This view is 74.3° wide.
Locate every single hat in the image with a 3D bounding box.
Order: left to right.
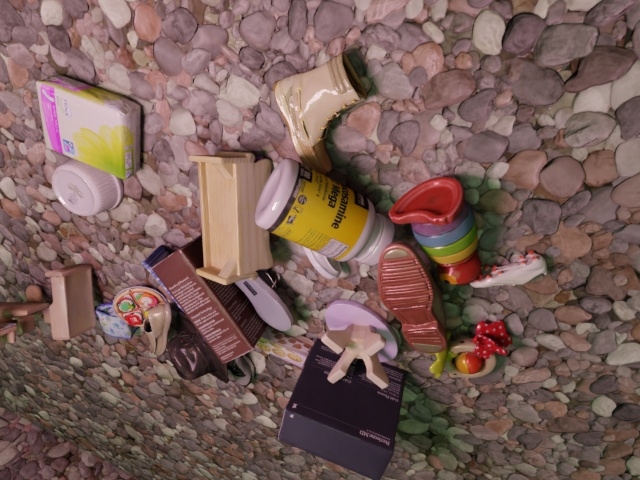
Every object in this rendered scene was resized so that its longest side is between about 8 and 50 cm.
[{"bbox_3d":[-0.488,0.433,1.578,0.331,0.134,0.331,27,133,33],"label":"hat"}]

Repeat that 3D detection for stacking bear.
[{"bbox_3d":[0.324,0.000,1.072,0.175,0.164,0.289,5,137,46],"label":"stacking bear"}]

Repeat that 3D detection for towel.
[{"bbox_3d":[-0.467,0.176,1.426,0.040,0.243,0.336,-35,105,-2],"label":"towel"}]

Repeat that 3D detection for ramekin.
[{"bbox_3d":[-0.771,-0.177,1.389,0.207,0.109,0.207,9,123,14],"label":"ramekin"}]

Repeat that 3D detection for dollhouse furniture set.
[{"bbox_3d":[-1.102,0.228,1.619,0.394,0.362,0.256,0,97,7],"label":"dollhouse furniture set"}]

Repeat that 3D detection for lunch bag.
[{"bbox_3d":[-0.836,0.324,1.722,0.151,0.096,0.128,2,121,7],"label":"lunch bag"}]

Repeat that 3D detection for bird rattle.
[{"bbox_3d":[0.449,0.337,1.278,0.254,0.143,0.207,-18,124,14],"label":"bird rattle"}]

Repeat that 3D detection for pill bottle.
[{"bbox_3d":[0.017,-0.059,1.088,0.334,0.188,0.188,24,128,-21],"label":"pill bottle"}]

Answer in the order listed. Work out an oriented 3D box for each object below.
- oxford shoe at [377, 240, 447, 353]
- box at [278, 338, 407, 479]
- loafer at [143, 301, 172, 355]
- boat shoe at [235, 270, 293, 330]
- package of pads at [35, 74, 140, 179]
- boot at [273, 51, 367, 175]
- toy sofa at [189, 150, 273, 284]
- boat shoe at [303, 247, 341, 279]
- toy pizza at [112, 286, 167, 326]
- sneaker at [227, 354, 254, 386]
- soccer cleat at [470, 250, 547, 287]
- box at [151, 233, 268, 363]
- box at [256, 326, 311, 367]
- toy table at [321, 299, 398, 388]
[{"bbox_3d":[0.255,0.137,1.158,0.141,0.146,0.397,-5,129,25],"label":"oxford shoe"},{"bbox_3d":[0.080,0.541,1.388,0.343,0.312,0.179,19,124,9],"label":"box"},{"bbox_3d":[-0.630,0.337,1.615,0.092,0.102,0.268,5,125,-26],"label":"loafer"},{"bbox_3d":[-0.186,0.156,1.381,0.306,0.105,0.113,46,128,-3],"label":"boat shoe"},{"bbox_3d":[-0.684,-0.344,1.262,0.297,0.101,0.229,22,126,5],"label":"package of pads"},{"bbox_3d":[0.024,-0.300,1.039,0.204,0.095,0.262,-15,111,25],"label":"boot"},{"bbox_3d":[-0.252,-0.070,1.209,0.150,0.177,0.362,12,108,39],"label":"toy sofa"},{"bbox_3d":[0.000,0.000,1.224,0.084,0.095,0.258,-21,112,34],"label":"boat shoe"},{"bbox_3d":[-0.690,0.261,1.619,0.201,0.032,0.201,-5,123,-8],"label":"toy pizza"},{"bbox_3d":[-0.330,0.467,1.619,0.100,0.108,0.271,-1,121,17],"label":"sneaker"},{"bbox_3d":[0.498,0.095,1.120,0.196,0.068,0.076,-25,112,27],"label":"soccer cleat"},{"bbox_3d":[-0.340,0.180,1.360,0.143,0.191,0.381,-28,100,19],"label":"box"},{"bbox_3d":[-0.193,0.357,1.528,0.324,0.063,0.067,23,123,6],"label":"box"},{"bbox_3d":[0.119,0.331,1.336,0.274,0.161,0.252,30,122,-1],"label":"toy table"}]
